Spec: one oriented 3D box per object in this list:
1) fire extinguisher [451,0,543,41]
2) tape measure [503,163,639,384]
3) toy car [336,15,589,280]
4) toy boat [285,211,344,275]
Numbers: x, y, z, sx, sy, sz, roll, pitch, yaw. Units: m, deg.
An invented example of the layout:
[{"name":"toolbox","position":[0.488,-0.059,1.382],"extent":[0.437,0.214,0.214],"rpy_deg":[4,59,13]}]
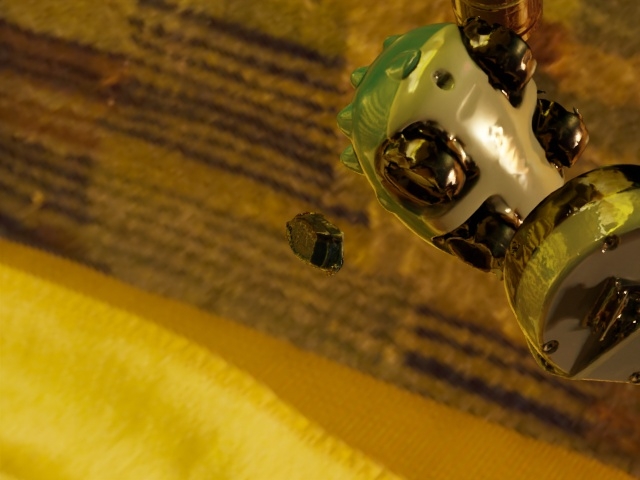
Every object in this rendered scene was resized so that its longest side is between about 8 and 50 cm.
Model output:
[{"name":"fire extinguisher","position":[0.170,-0.303,1.477],"extent":[0.105,0.141,0.341],"rpy_deg":[8,165,10]},{"name":"tape measure","position":[0.238,0.031,1.233],"extent":[0.107,0.181,0.182],"rpy_deg":[-118,36,-45]},{"name":"toy car","position":[0.123,-0.094,1.482],"extent":[0.190,0.188,0.255],"rpy_deg":[12,156,48]},{"name":"toy boat","position":[0.000,0.000,1.063],"extent":[0.083,0.038,0.038],"rpy_deg":[-136,30,-64]}]
